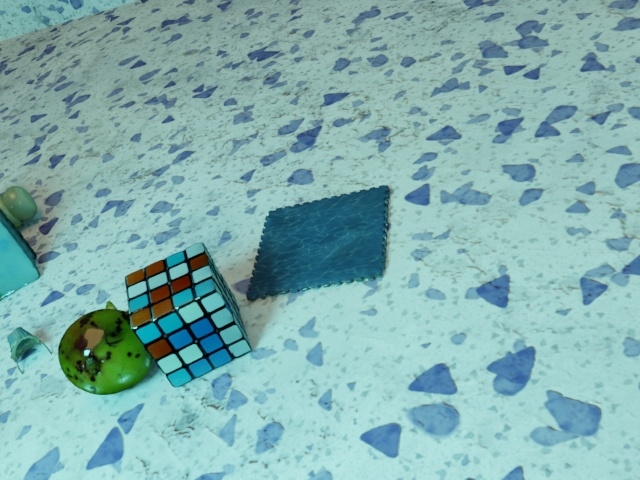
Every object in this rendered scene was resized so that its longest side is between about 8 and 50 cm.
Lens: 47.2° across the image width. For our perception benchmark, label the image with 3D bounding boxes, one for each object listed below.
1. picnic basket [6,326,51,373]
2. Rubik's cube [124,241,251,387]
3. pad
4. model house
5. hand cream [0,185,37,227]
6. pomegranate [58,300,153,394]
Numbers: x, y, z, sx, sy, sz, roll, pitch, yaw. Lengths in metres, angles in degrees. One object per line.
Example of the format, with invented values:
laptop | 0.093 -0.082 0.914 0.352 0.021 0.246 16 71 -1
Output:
picnic basket | -0.567 0.208 1.408 0.065 0.083 0.083 -39 83 -21
Rubik's cube | -0.224 0.123 1.240 0.151 0.154 0.155 -25 37 -3
pad | 0.000 0.000 1.389 0.270 0.012 0.269 -12 38 15
model house | -0.799 -0.009 1.626 0.226 0.261 0.241 -30 38 -9
hand cream | -0.855 -0.021 1.835 0.306 0.093 0.147 -36 36 -1
pomegranate | -0.369 0.171 1.267 0.156 0.156 0.220 -23 36 1
